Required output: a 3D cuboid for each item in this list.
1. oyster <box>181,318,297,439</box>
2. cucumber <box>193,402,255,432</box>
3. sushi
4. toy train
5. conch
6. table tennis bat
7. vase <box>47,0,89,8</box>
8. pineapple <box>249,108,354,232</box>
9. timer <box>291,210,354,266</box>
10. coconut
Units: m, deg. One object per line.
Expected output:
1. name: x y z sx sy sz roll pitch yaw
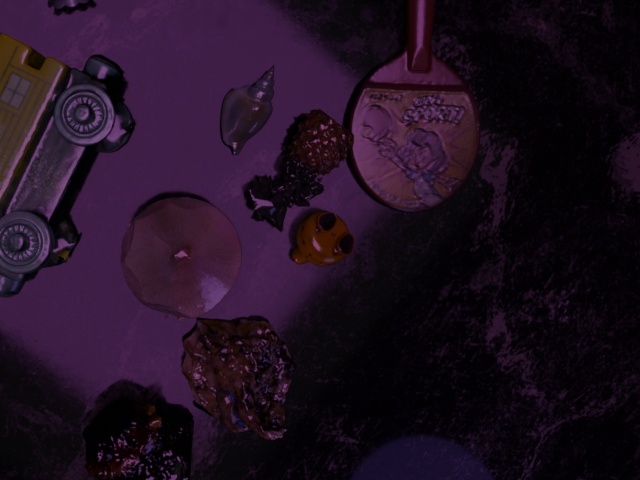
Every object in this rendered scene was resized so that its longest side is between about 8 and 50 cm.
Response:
1. oyster: -0.155 0.251 1.474 0.222 0.083 0.214 10 79 -6
2. cucumber: -0.181 0.333 1.511 0.134 0.034 0.033 24 96 -13
3. sushi: -0.346 0.371 1.422 0.172 0.153 0.150 -26 122 12
4. toy train: -0.510 -0.135 1.330 0.272 0.179 0.442 26 90 -5
5. conch: -0.133 -0.245 1.444 0.088 0.065 0.180 27 99 -15
6. table tennis bat: 0.183 -0.260 1.519 0.268 0.051 0.415 0 99 -12
7. vase: -0.448 -0.482 1.350 0.081 0.081 0.149 -15 95 -10
8. pineapple: -0.043 -0.125 1.461 0.119 0.111 0.237 36 94 17
9. timer: 0.000 0.000 1.496 0.107 0.109 0.107 11 71 -32
10. coconut: -0.243 0.029 1.364 0.224 0.234 0.224 -1 98 -7
